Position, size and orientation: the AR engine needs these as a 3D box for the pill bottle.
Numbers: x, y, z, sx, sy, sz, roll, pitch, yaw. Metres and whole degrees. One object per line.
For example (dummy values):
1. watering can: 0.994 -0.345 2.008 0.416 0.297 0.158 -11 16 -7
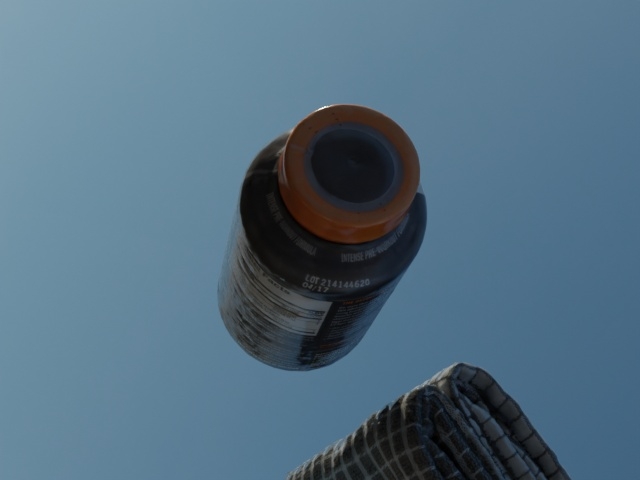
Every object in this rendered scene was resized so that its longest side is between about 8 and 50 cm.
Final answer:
1. pill bottle: 0.000 0.000 0.752 0.245 0.130 0.130 114 -44 -64

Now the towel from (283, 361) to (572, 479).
1. towel: 0.107 0.268 0.845 0.283 0.121 0.235 57 -42 12
